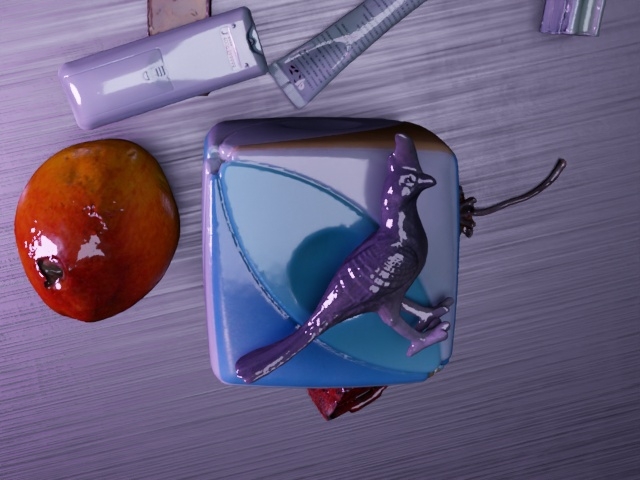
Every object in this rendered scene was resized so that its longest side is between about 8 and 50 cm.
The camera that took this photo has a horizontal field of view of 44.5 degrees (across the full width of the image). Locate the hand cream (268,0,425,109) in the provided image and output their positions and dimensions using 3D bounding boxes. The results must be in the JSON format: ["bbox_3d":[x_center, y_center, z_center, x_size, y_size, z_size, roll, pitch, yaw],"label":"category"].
[{"bbox_3d":[0.071,-0.340,1.235,0.331,0.058,0.085,-38,108,4],"label":"hand cream"}]

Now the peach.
[{"bbox_3d":[-0.330,-0.020,1.164,0.238,0.281,0.281,27,100,-12],"label":"peach"}]

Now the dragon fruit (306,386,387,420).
[{"bbox_3d":[0.055,0.228,1.388,0.161,0.120,0.127,-15,65,-28],"label":"dragon fruit"}]

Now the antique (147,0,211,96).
[{"bbox_3d":[-0.210,-0.377,1.175,0.093,0.087,0.310,1,106,-6],"label":"antique"}]

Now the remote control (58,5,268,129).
[{"bbox_3d":[-0.228,-0.248,1.139,0.293,0.051,0.103,-18,107,-1],"label":"remote control"}]

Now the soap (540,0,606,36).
[{"bbox_3d":[0.411,-0.423,1.228,0.063,0.114,0.198,4,106,-9],"label":"soap"}]

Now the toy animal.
[{"bbox_3d":[0.072,0.065,0.974,0.206,0.081,0.367,30,107,-18],"label":"toy animal"}]

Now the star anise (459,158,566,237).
[{"bbox_3d":[0.281,-0.082,1.356,0.227,0.218,0.148,-13,74,-44],"label":"star anise"}]

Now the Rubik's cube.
[{"bbox_3d":[0.000,0.000,1.168,0.347,0.352,0.351,-1,108,-7],"label":"Rubik's cube"}]
